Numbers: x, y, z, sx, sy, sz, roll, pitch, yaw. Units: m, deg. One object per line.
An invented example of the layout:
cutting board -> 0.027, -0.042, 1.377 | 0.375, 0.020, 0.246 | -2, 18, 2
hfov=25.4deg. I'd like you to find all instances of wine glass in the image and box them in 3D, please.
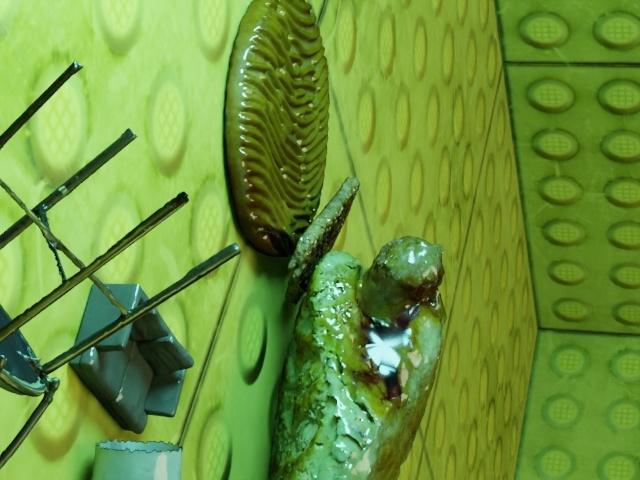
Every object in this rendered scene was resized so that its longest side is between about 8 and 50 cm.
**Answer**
wine glass -> -0.164, 0.275, 1.233 | 0.093, 0.093, 0.202 | 4, 91, -73

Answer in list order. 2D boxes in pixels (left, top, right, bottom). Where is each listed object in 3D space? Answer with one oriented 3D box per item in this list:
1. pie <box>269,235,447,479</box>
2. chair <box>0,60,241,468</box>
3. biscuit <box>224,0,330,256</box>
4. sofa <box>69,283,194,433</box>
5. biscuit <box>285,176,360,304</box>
pie -> 0.024, 0.227, 1.696 | 0.395, 0.180, 0.418 | 89, 19, -68
chair -> -0.224, 0.055, 0.939 | 0.326, 0.170, 0.160 | -41, 161, -1
biscuit -> -0.042, -0.137, 1.658 | 0.318, 0.040, 0.318 | 2, 90, -74
sofa -> -0.162, 0.109, 1.266 | 0.147, 0.060, 0.085 | 68, 30, -55
biscuit -> -0.005, 0.011, 1.732 | 0.237, 0.026, 0.131 | -55, 169, -65
